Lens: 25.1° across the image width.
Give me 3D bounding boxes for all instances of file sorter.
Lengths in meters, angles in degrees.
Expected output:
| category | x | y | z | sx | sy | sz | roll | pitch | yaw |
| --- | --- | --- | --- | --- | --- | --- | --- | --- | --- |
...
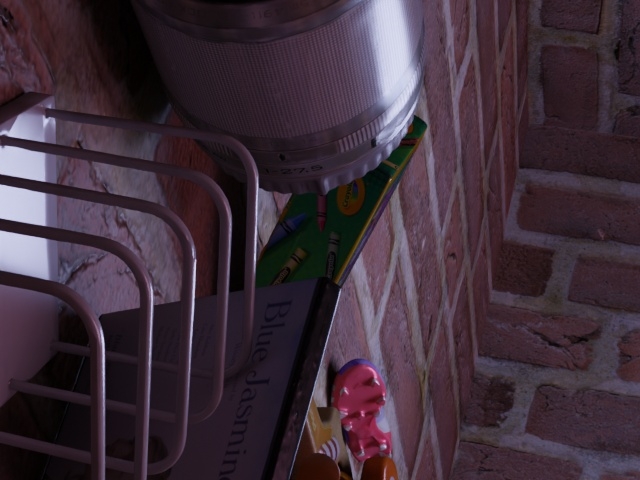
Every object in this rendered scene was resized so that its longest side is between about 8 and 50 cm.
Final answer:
| category | x | y | z | sx | sy | sz | roll | pitch | yaw |
| --- | --- | --- | --- | --- | --- | --- | --- | --- | --- |
| file sorter | -0.157 | 0.048 | 0.854 | 0.277 | 0.173 | 0.192 | -53 | 149 | -64 |

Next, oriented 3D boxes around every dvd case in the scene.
| category | x | y | z | sx | sy | sz | roll | pitch | yaw |
| --- | --- | --- | --- | --- | --- | --- | --- | --- | --- |
| dvd case | -0.102 | 0.122 | 1.025 | 0.022 | 0.253 | 0.180 | 37 | 57 | -36 |

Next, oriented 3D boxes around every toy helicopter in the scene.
| category | x | y | z | sx | sy | sz | roll | pitch | yaw |
| --- | --- | --- | --- | --- | --- | --- | --- | --- | --- |
| toy helicopter | -0.020 | 0.256 | 1.679 | 0.235 | 0.140 | 0.355 | -68 | 148 | -55 |

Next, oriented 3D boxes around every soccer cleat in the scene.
| category | x | y | z | sx | sy | sz | roll | pitch | yaw |
| --- | --- | --- | --- | --- | --- | --- | --- | --- | --- |
| soccer cleat | 0.056 | 0.236 | 2.091 | 0.248 | 0.083 | 0.095 | 74 | -2 | -49 |

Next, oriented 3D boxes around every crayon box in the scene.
| category | x | y | z | sx | sy | sz | roll | pitch | yaw |
| --- | --- | --- | --- | --- | --- | --- | --- | --- | --- |
| crayon box | 0.000 | 0.000 | 1.456 | 0.278 | 0.081 | 0.165 | -63 | 176 | 27 |

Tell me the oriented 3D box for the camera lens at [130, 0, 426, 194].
| category | x | y | z | sx | sy | sz | roll | pitch | yaw |
| --- | --- | --- | --- | --- | --- | --- | --- | --- | --- |
| camera lens | -0.032 | -0.189 | 1.114 | 0.274 | 0.219 | 0.219 | 74 | 28 | -60 |
